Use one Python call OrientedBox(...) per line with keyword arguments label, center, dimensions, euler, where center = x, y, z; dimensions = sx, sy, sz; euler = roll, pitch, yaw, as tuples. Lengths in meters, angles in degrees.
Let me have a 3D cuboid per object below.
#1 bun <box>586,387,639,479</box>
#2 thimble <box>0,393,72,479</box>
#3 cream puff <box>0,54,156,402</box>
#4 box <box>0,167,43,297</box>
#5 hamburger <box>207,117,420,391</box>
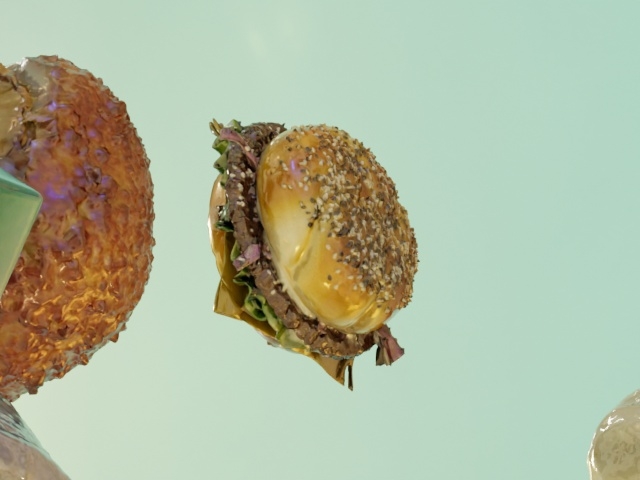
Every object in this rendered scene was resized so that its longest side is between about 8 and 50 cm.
OrientedBox(label="bun", center=(0.322, 0.202, 1.505), dimensions=(0.102, 0.183, 0.183), euler=(130, 132, -74))
OrientedBox(label="thimble", center=(-0.288, 0.191, 1.171), dimensions=(0.157, 0.246, 0.217), euler=(39, 121, 51))
OrientedBox(label="cream puff", center=(-0.275, -0.009, 1.645), dimensions=(0.350, 0.229, 0.350), euler=(-19, 65, 50))
OrientedBox(label="box", center=(-0.275, -0.003, 1.019), dimensions=(0.245, 0.092, 0.153), euler=(28, 95, 50))
OrientedBox(label="hamburger", center=(0.002, -0.001, 1.094), dimensions=(0.093, 0.189, 0.164), euler=(-21, 66, 26))
